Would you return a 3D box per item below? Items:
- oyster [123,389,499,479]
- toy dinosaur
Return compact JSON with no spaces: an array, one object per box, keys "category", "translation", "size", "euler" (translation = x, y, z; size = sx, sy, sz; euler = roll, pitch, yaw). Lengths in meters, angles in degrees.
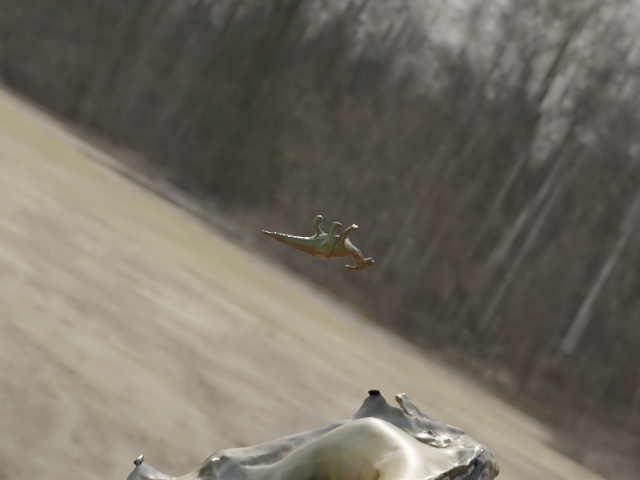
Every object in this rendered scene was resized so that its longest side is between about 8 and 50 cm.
[{"category":"oyster","translation":[-0.005,0.177,1.251],"size":[0.271,0.100,0.275],"euler":[6,15,-2]},{"category":"toy dinosaur","translation":[0.002,-0.003,1.730],"size":[0.113,0.041,0.026],"euler":[20,6,-21]}]
